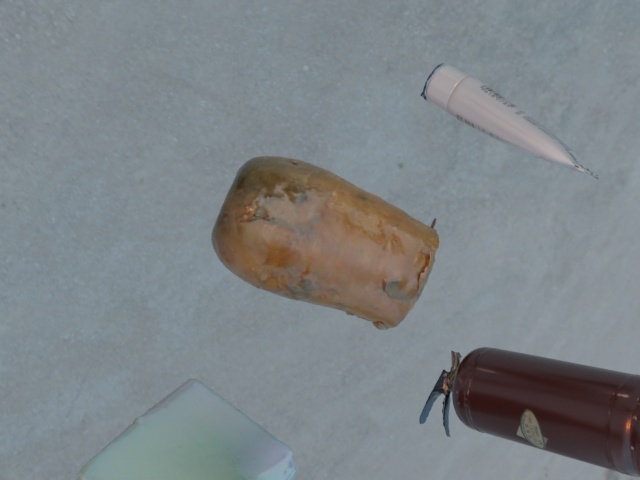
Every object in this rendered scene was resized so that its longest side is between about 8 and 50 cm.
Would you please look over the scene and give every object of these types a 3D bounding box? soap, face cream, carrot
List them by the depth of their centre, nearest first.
[{"bbox_3d":[-0.185,0.371,0.835,0.261,0.156,0.446,-36,156,-53],"label":"soap"},{"bbox_3d":[0.241,-0.147,0.906,0.092,0.243,0.058,-1,125,-58],"label":"face cream"},{"bbox_3d":[0.000,0.000,1.170,0.340,0.224,0.224,23,103,-8],"label":"carrot"}]

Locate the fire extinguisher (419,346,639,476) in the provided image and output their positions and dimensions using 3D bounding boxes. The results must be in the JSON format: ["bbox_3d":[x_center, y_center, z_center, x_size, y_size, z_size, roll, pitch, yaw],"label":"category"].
[{"bbox_3d":[0.272,0.211,0.891,0.114,0.337,0.135,22,79,-43],"label":"fire extinguisher"}]
